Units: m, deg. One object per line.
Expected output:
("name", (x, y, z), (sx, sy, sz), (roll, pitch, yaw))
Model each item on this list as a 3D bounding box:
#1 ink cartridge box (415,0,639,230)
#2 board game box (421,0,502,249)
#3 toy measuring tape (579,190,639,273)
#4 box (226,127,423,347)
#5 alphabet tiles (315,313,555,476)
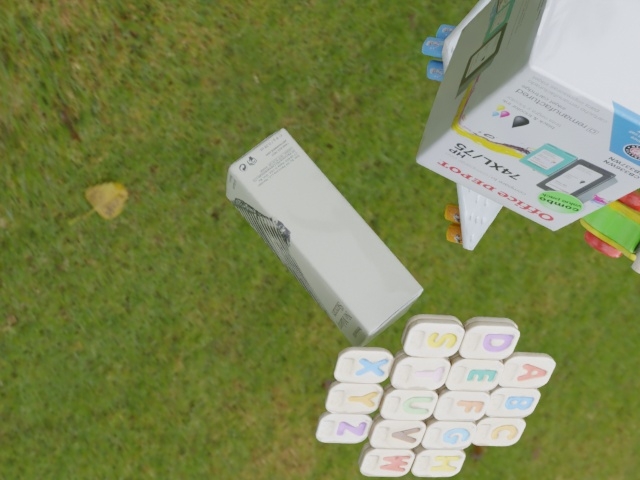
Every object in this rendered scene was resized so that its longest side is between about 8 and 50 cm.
("ink cartridge box", (0.263, -0.166, 1.100), (0.198, 0.270, 0.197), (25, 69, -10))
("board game box", (0.287, -0.248, 1.658), (0.390, 0.050, 0.390), (-51, 142, -36))
("toy measuring tape", (0.463, -0.021, 1.606), (0.121, 0.121, 0.330), (-64, 171, 17))
("box", (0.000, 0.000, 1.303), (0.094, 0.275, 0.113), (-37, 169, -16))
("alphabet tiles", (0.142, 0.201, 1.281), (0.278, 0.021, 0.284), (4, 129, -14))
